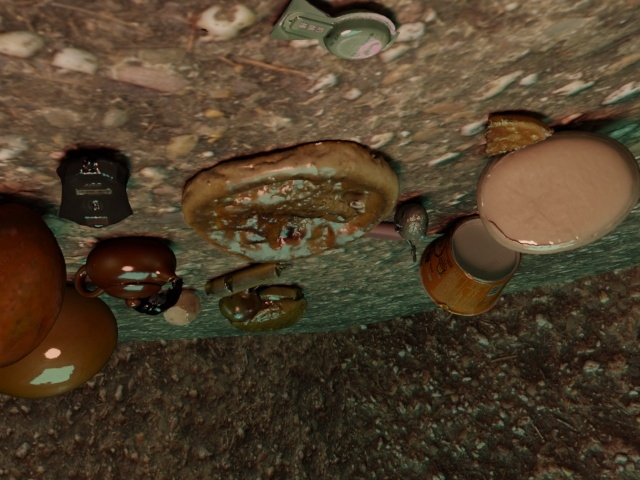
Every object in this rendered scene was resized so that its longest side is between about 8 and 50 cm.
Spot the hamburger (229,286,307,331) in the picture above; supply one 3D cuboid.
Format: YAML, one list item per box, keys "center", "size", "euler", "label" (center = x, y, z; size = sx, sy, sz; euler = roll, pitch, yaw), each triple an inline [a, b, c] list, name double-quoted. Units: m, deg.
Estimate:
- center: [-0.180, 0.243, 1.953]
  size: [0.265, 0.134, 0.285]
  euler: [-7, 168, 9]
  label: "hamburger"

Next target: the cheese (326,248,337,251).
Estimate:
- center: [0.001, 0.000, 1.223]
  size: [0.084, 0.060, 0.041]
  euler: [-8, 167, -25]
  label: "cheese"

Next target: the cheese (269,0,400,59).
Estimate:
- center: [0.019, -0.191, 0.516]
  size: [0.120, 0.026, 0.067]
  euler: [1, 164, -29]
  label: "cheese"

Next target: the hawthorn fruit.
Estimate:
- center: [-0.517, 0.091, 0.831]
  size: [0.276, 0.298, 0.277]
  euler: [-4, 169, -1]
  label: "hawthorn fruit"

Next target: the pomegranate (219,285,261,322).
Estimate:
- center: [-0.231, 0.171, 1.697]
  size: [0.159, 0.129, 0.129]
  euler: [-48, 149, 20]
  label: "pomegranate"

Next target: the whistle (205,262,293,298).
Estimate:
- center: [-0.201, 0.103, 1.535]
  size: [0.068, 0.057, 0.326]
  euler: [3, 163, -45]
  label: "whistle"

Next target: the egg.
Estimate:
- center: [-0.692, 0.252, 1.425]
  size: [0.351, 0.283, 0.282]
  euler: [-12, 166, -4]
  label: "egg"

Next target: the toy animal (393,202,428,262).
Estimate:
- center: [0.182, -0.024, 1.163]
  size: [0.070, 0.079, 0.253]
  euler: [13, 167, 8]
  label: "toy animal"

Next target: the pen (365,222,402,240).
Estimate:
- center: [0.146, -0.021, 1.256]
  size: [0.197, 0.032, 0.053]
  euler: [6, 161, -35]
  label: "pen"

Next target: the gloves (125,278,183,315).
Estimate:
- center: [-0.435, 0.156, 1.528]
  size: [0.129, 0.106, 0.180]
  euler: [-16, 160, 25]
  label: "gloves"

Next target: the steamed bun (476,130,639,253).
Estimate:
- center: [0.355, -0.073, 0.855]
  size: [0.228, 0.177, 0.130]
  euler: [-19, 173, 19]
  label: "steamed bun"

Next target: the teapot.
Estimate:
- center: [-0.405, 0.074, 1.162]
  size: [0.252, 0.135, 0.178]
  euler: [-13, 161, 19]
  label: "teapot"

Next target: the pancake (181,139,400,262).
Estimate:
- center: [-0.039, -0.052, 0.922]
  size: [0.356, 0.065, 0.356]
  euler: [-8, 156, -4]
  label: "pancake"

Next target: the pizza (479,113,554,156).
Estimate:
- center: [0.258, -0.156, 0.784]
  size: [0.100, 0.029, 0.099]
  euler: [-20, 153, 35]
  label: "pizza"

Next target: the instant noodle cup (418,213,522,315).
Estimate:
- center: [0.353, 0.049, 1.308]
  size: [0.215, 0.216, 0.172]
  euler: [-5, 157, -8]
  label: "instant noodle cup"

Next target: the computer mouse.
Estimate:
- center: [-0.308, -0.075, 0.775]
  size: [0.099, 0.057, 0.172]
  euler: [0, 153, -19]
  label: "computer mouse"

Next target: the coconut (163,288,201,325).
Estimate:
- center: [-0.436, 0.208, 1.733]
  size: [0.124, 0.110, 0.110]
  euler: [-18, 163, 26]
  label: "coconut"
